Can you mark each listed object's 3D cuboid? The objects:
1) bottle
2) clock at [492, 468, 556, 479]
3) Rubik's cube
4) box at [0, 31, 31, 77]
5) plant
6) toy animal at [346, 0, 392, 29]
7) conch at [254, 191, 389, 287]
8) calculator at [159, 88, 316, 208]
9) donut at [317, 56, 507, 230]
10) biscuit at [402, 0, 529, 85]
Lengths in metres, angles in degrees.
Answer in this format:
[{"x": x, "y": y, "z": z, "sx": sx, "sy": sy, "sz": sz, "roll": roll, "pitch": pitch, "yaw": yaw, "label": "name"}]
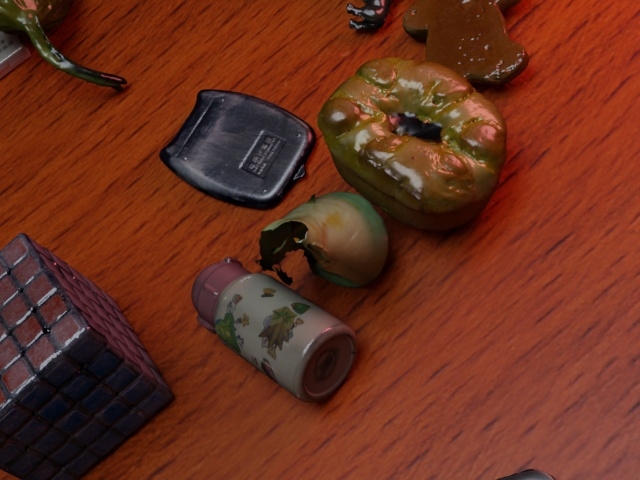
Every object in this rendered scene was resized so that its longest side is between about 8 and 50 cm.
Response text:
[{"x": -0.075, "y": 0.113, "z": 1.577, "sx": 0.253, "sy": 0.120, "sz": 0.120, "roll": 30, "pitch": 79, "yaw": 37, "label": "bottle"}, {"x": 0.176, "y": 0.424, "z": 1.319, "sx": 0.273, "sy": 0.049, "sz": 0.278, "roll": -21, "pitch": 56, "yaw": 16, "label": "clock"}, {"x": -0.393, "y": 0.178, "z": 1.623, "sx": 0.237, "sy": 0.237, "sz": 0.238, "roll": -40, "pitch": 52, "yaw": -1, "label": "Rubik's cube"}, {"x": -0.644, "y": -0.389, "z": 2.188, "sx": 0.139, "sy": 0.035, "sz": 0.245, "roll": -35, "pitch": 54, "yaw": 4, "label": "box"}, {"x": -0.491, "y": -0.403, "z": 1.988, "sx": 0.333, "sy": 0.251, "sz": 0.180, "roll": 41, "pitch": 123, "yaw": 43, "label": "plant"}, {"x": 0.092, "y": -0.391, "z": 1.823, "sx": 0.065, "sy": 0.047, "sz": 0.135, "roll": 10, "pitch": 62, "yaw": 25, "label": "toy animal"}, {"x": -0.010, "y": 0.010, "z": 1.532, "sx": 0.143, "sy": 0.251, "sz": 0.137, "roll": 19, "pitch": 109, "yaw": 31, "label": "conch"}, {"x": -0.127, "y": -0.145, "z": 1.799, "sx": 0.268, "sy": 0.040, "sz": 0.177, "roll": 23, "pitch": 77, "yaw": 29, "label": "calculator"}, {"x": 0.133, "y": -0.134, "z": 1.579, "sx": 0.208, "sy": 0.128, "sz": 0.261, "roll": -38, "pitch": 65, "yaw": -16, "label": "donut"}, {"x": 0.219, "y": -0.335, "z": 1.726, "sx": 0.197, "sy": 0.049, "sz": 0.301, "roll": -16, "pitch": 58, "yaw": 19, "label": "biscuit"}]
